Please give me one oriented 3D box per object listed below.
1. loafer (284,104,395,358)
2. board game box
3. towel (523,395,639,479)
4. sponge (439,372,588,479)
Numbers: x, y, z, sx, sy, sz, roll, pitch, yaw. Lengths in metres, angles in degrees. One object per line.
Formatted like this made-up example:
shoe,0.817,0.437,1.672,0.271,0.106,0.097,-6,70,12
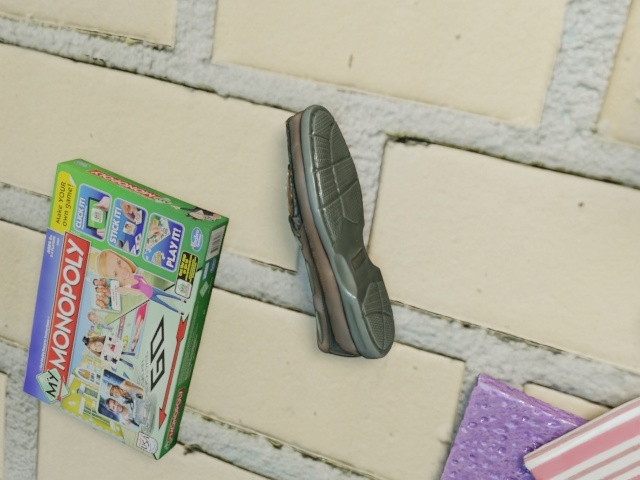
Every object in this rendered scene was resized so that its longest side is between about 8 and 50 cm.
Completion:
loafer,0.000,0.000,0.792,0.084,0.096,0.267,-10,102,30
board game box,-0.244,0.085,0.938,0.214,0.046,0.317,21,111,15
towel,0.308,0.253,0.746,0.144,0.029,0.197,-34,94,20
sponge,0.187,0.254,0.812,0.117,0.031,0.210,21,110,15
